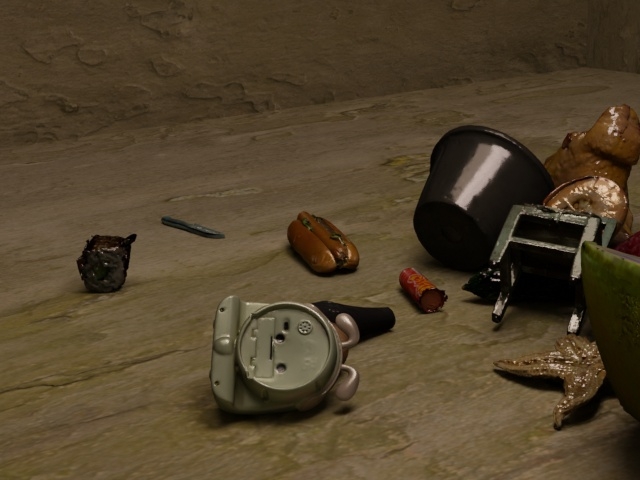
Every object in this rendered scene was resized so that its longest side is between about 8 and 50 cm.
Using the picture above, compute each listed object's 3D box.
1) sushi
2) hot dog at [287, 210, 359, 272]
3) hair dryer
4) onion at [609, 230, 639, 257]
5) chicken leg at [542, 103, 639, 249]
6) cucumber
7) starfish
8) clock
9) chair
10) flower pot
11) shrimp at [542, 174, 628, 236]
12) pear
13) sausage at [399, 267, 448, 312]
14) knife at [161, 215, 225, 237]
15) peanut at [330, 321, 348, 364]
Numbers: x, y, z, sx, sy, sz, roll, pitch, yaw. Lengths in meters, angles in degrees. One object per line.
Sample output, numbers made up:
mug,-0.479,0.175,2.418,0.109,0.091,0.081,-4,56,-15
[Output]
sushi,-0.378,0.039,1.704,0.098,0.094,0.084,-3,19,0
hot dog,0.000,0.000,1.809,0.100,0.068,0.249,-7,18,-17
hair dryer,-0.019,0.117,1.475,0.196,0.075,0.219,-3,7,-36
onion,0.467,0.045,1.337,0.227,0.120,0.284,-38,-14,36
chicken leg,0.514,-0.097,1.752,0.182,0.295,0.409,15,30,-6
cucumber,0.379,0.065,1.537,0.300,0.072,0.072,1,18,9
starfish,0.349,0.171,1.264,0.236,0.062,0.277,6,23,42
clock,-0.045,0.146,1.234,0.191,0.062,0.151,0,61,1
chair,0.361,0.001,1.453,0.136,0.147,0.270,13,48,25
flower pot,0.273,-0.054,1.707,0.269,0.269,0.166,12,42,39
shrimp,0.417,-0.016,1.610,0.133,0.236,0.053,40,-3,14
pear,0.450,0.141,1.028,0.399,0.165,0.399,17,7,-2
sausage,0.164,0.076,1.583,0.050,0.048,0.145,-43,20,1
knife,-0.277,-0.029,2.034,0.028,0.015,0.210,-11,19,-42
peanut,-0.025,0.158,1.305,0.152,0.076,0.076,-17,22,-30
